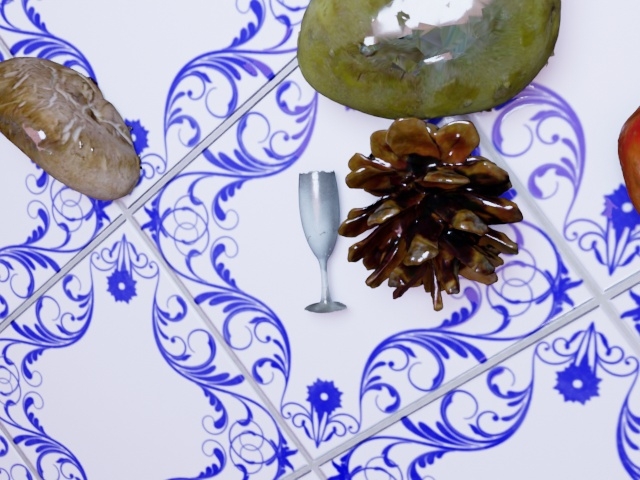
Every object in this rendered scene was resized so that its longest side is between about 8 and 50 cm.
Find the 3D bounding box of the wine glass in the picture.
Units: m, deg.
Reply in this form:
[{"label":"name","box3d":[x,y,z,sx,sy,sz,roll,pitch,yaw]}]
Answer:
[{"label":"wine glass","box3d":[0.000,0.000,0.796,0.066,0.066,0.197,-2,99,16]}]

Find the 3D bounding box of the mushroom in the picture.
[{"label":"mushroom","box3d":[-0.405,-0.171,0.831,0.286,0.151,0.156,43,107,4]}]

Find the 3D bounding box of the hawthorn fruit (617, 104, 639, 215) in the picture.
[{"label":"hawthorn fruit","box3d":[0.416,-0.091,0.604,0.189,0.189,0.189,3,101,16]}]

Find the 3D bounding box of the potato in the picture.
[{"label":"potato","box3d":[0.121,-0.244,0.651,0.308,0.173,0.210,-6,118,19]}]

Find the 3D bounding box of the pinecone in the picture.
[{"label":"pinecone","box3d":[0.130,-0.024,0.680,0.229,0.202,0.201,24,72,-6]}]
